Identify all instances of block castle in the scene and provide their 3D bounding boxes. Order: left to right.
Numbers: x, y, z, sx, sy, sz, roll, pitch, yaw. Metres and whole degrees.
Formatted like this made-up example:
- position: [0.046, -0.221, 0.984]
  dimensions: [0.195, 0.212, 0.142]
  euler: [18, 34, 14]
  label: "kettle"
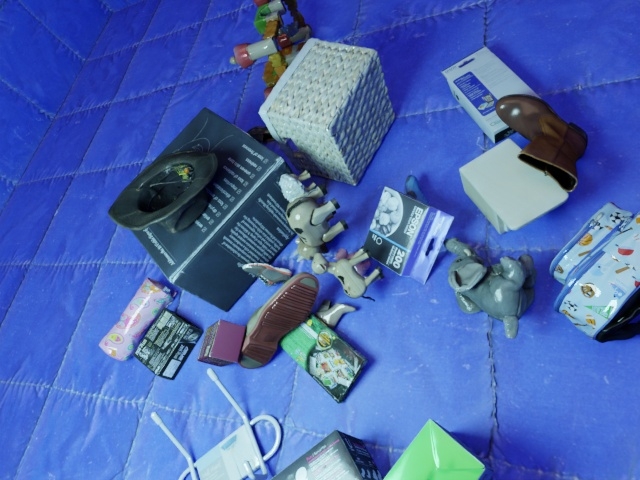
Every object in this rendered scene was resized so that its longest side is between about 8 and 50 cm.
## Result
- position: [-0.193, -0.796, 1.708]
  dimensions: [0.212, 0.303, 0.454]
  euler: [-8, 59, 23]
  label: "block castle"

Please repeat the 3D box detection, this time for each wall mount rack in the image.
- position: [-0.291, 0.537, 1.109]
  dimensions: [0.350, 0.130, 0.304]
  euler: [-37, 53, 2]
  label: "wall mount rack"

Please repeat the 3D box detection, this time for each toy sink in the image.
- position: [0.494, -0.117, 1.083]
  dimensions: [0.152, 0.131, 0.234]
  euler: [-33, 53, 8]
  label: "toy sink"

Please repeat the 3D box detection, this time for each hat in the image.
- position: [-0.411, -0.112, 1.174]
  dimensions: [0.330, 0.134, 0.332]
  euler: [-11, 42, 10]
  label: "hat"

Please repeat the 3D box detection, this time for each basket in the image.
- position: [0.041, -0.408, 1.361]
  dimensions: [0.266, 0.328, 0.332]
  euler: [22, 74, 30]
  label: "basket"

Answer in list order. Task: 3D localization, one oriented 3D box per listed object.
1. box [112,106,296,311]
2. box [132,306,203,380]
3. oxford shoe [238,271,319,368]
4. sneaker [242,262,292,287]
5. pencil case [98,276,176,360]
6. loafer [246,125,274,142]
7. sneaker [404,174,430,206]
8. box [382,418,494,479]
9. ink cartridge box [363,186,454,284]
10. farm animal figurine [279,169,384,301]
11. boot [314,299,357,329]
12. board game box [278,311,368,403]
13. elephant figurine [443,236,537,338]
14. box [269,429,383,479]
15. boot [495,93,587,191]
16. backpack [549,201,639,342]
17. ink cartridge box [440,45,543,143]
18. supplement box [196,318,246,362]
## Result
- position: [-0.353, -0.114, 1.405]
  dimensions: [0.472, 0.297, 0.479]
  euler: [-47, 54, -6]
  label: "box"
- position: [-0.493, 0.332, 1.359]
  dimensions: [0.147, 0.077, 0.180]
  euler: [20, 73, 34]
  label: "box"
- position: [-0.134, 0.200, 1.178]
  dimensions: [0.348, 0.122, 0.130]
  euler: [-50, 32, 18]
  label: "oxford shoe"
- position: [-0.163, 0.109, 1.289]
  dimensions: [0.061, 0.157, 0.065]
  euler: [151, 130, -68]
  label: "sneaker"
- position: [-0.623, 0.267, 1.440]
  dimensions: [0.124, 0.124, 0.284]
  euler: [25, 76, 35]
  label: "pencil case"
- position: [-0.229, -0.416, 1.663]
  dimensions: [0.169, 0.062, 0.062]
  euler: [-11, 63, 23]
  label: "loafer"
- position: [0.288, -0.097, 1.213]
  dimensions: [0.082, 0.069, 0.210]
  euler: [-10, 63, 27]
  label: "sneaker"
- position: [0.205, 0.505, 0.813]
  dimensions: [0.126, 0.231, 0.262]
  euler: [36, 83, 36]
  label: "box"
- position: [0.230, -0.015, 1.151]
  dimensions: [0.208, 0.045, 0.207]
  euler: [32, 112, 35]
  label: "ink cartridge box"
- position: [0.000, 0.000, 1.158]
  dimensions: [0.172, 0.327, 0.330]
  euler: [-34, 37, -5]
  label: "farm animal figurine"
- position: [0.039, 0.218, 1.184]
  dimensions: [0.118, 0.042, 0.087]
  euler: [7, 73, 31]
  label: "boot"
- position: [-0.002, 0.300, 1.141]
  dimensions: [0.259, 0.030, 0.136]
  euler: [35, 100, 36]
  label: "board game box"
- position: [0.382, 0.101, 1.025]
  dimensions: [0.239, 0.185, 0.170]
  euler: [8, 109, 41]
  label: "elephant figurine"
- position: [0.001, 0.560, 0.928]
  dimensions: [0.247, 0.163, 0.142]
  euler: [-38, 49, 3]
  label: "box"
- position: [0.531, -0.251, 1.059]
  dimensions: [0.264, 0.096, 0.280]
  euler: [40, 48, 8]
  label: "boot"
- position: [0.599, 0.071, 0.855]
  dimensions: [0.263, 0.276, 0.213]
  euler: [-51, 48, 1]
  label: "backpack"
- position: [0.526, -0.459, 1.304]
  dimensions: [0.165, 0.065, 0.333]
  euler: [-28, 55, 11]
  label: "ink cartridge box"
- position: [-0.288, 0.300, 1.212]
  dimensions: [0.188, 0.080, 0.104]
  euler: [-35, 39, 58]
  label: "supplement box"
